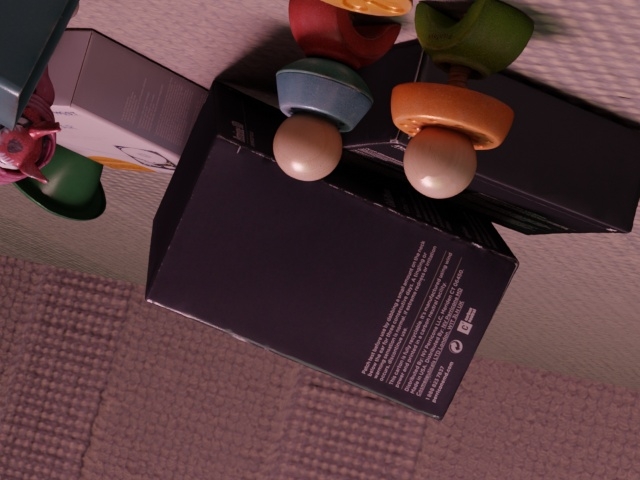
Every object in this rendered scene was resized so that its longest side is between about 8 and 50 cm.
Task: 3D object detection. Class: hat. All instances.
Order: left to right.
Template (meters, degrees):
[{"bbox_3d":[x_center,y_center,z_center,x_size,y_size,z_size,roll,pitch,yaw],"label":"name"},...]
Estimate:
[{"bbox_3d":[-0.301,-0.142,2.467,0.173,0.183,0.208,28,-152,-26],"label":"hat"}]

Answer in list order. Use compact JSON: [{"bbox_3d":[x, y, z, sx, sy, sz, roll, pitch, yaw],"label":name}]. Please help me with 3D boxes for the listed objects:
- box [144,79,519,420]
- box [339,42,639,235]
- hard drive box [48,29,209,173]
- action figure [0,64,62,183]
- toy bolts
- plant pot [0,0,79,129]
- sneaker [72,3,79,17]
[{"bbox_3d":[0.000,0.000,1.938,0.312,0.179,0.343,24,-170,-8],"label":"box"},{"bbox_3d":[0.151,-0.090,1.808,0.261,0.103,0.184,20,174,-25],"label":"box"},{"bbox_3d":[-0.240,-0.151,2.117,0.181,0.089,0.232,6,166,43],"label":"hard drive box"},{"bbox_3d":[-0.354,-0.120,1.824,0.370,0.248,0.276,34,166,39],"label":"action figure"},{"bbox_3d":[0.027,-0.131,1.589,0.218,0.158,0.228,22,168,-35],"label":"toy bolts"},{"bbox_3d":[-0.323,-0.229,1.604,0.234,0.165,0.166,26,169,-6],"label":"plant pot"},{"bbox_3d":[-0.243,-0.231,1.803,0.043,0.040,0.109,11,170,12],"label":"sneaker"}]
